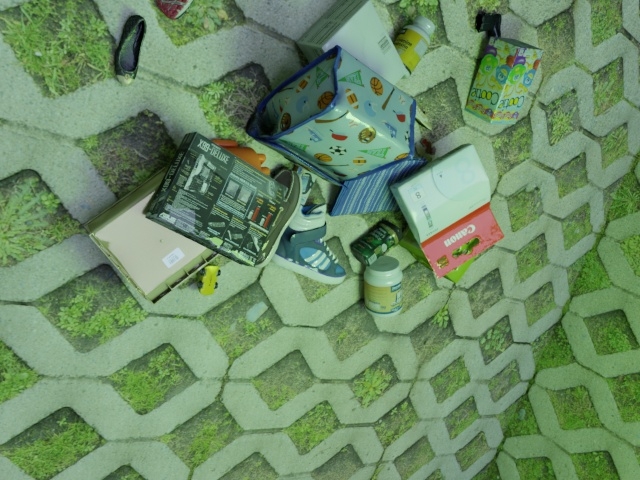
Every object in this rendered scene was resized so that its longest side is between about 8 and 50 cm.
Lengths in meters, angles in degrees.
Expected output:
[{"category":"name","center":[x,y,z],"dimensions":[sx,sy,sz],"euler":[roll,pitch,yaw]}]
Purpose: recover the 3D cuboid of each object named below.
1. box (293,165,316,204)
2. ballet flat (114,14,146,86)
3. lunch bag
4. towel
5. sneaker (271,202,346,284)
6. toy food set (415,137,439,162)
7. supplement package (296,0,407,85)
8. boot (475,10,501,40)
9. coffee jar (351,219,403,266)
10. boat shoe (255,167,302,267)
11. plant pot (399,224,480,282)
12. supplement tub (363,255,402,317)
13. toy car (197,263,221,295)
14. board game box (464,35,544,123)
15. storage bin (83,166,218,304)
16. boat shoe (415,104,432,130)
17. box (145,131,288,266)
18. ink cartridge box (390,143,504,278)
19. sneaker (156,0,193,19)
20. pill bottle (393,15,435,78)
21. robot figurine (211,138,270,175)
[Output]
[{"category":"box","center":[-0.067,-0.174,1.815],"dimensions":[0.081,0.028,0.136],"euler":[17,98,-40]},{"category":"ballet flat","center":[-0.461,-0.460,1.377],"dimensions":[0.058,0.049,0.173],"euler":[5,108,-37]},{"category":"lunch bag","center":[0.021,-0.308,1.599],"dimensions":[0.328,0.386,0.238],"euler":[25,62,-37]},{"category":"towel","center":[0.199,-0.181,1.942],"dimensions":[0.336,0.040,0.243],"euler":[-7,138,-36]},{"category":"sneaker","center":[-0.001,0.000,1.873],"dimensions":[0.323,0.130,0.236],"euler":[20,104,-34]},{"category":"toy food set","center":[0.390,-0.328,2.085],"dimensions":[0.078,0.019,0.122],"euler":[-46,122,-10]},{"category":"supplement package","center":[0.096,-0.543,1.683],"dimensions":[0.204,0.145,0.262],"euler":[-47,131,-8]},{"category":"boot","center":[0.596,-0.751,2.019],"dimensions":[0.099,0.045,0.121],"euler":[-14,115,-31]},{"category":"coffee jar","center":[0.207,0.007,2.055],"dimensions":[0.184,0.096,0.079],"euler":[-37,131,-17]},{"category":"boat shoe","center":[-0.155,-0.080,1.702],"dimensions":[0.097,0.117,0.324],"euler":[39,72,-54]},{"category":"plant pot","center":[0.447,-0.007,2.148],"dimensions":[0.207,0.228,0.227],"euler":[32,91,-34]},{"category":"supplement tub","center":[0.235,0.172,2.120],"dimensions":[0.144,0.144,0.199],"euler":[-21,122,-28]},{"category":"toy car","center":[-0.335,0.022,1.694],"dimensions":[0.239,0.053,0.225],"euler":[-50,130,-8]},{"category":"board game box","center":[0.659,-0.576,2.053],"dimensions":[0.142,0.144,0.275],"euler":[-8,126,-33]},{"category":"storage bin","center":[-0.434,-0.010,1.517],"dimensions":[0.262,0.123,0.260],"euler":[-39,115,-13]},{"category":"boat shoe","center":[0.355,-0.433,1.987],"dimensions":[0.135,0.050,0.045],"euler":[30,97,-41]},{"category":"box","center":[-0.261,-0.100,1.479],"dimensions":[0.308,0.077,0.242],"euler":[29,76,-34]},{"category":"ink cartridge box","center":[0.463,-0.096,1.973],"dimensions":[0.308,0.091,0.384],"euler":[-31,102,-8]},{"category":"sneaker","center":[-0.290,-0.668,1.369],"dimensions":[0.299,0.121,0.112],"euler":[-58,162,10]},{"category":"pill bottle","center":[0.286,-0.619,1.814],"dimensions":[0.103,0.103,0.184],"euler":[33,89,-41]},{"category":"robot figurine","center":[-0.254,-0.198,1.599],"dimensions":[0.220,0.128,0.158],"euler":[-8,115,-33]}]
